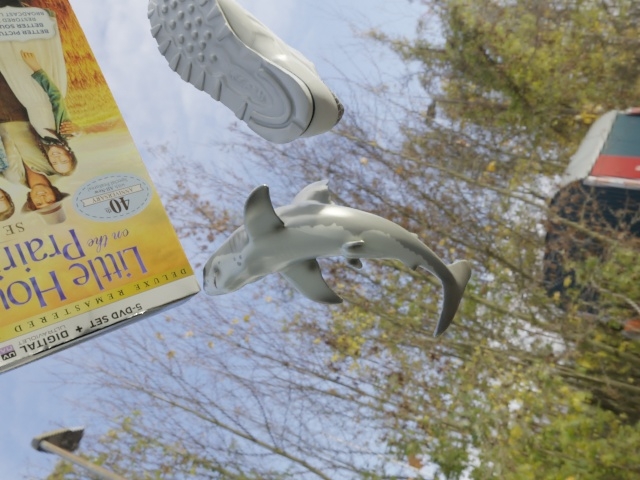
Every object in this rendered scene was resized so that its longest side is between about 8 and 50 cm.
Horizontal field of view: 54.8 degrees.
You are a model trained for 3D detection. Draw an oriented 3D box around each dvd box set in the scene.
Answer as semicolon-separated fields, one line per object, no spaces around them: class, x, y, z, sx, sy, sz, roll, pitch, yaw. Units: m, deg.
dvd box set;-0.349;-0.077;0.667;0.308;0.062;0.420;-20;-99;-40

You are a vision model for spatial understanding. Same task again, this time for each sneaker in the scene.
sneaker;-0.078;-0.187;0.621;0.095;0.235;0.090;-29;-17;-53

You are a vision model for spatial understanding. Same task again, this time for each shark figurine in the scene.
shark figurine;0.024;-0.010;0.600;0.116;0.278;0.166;-84;-1;-47
